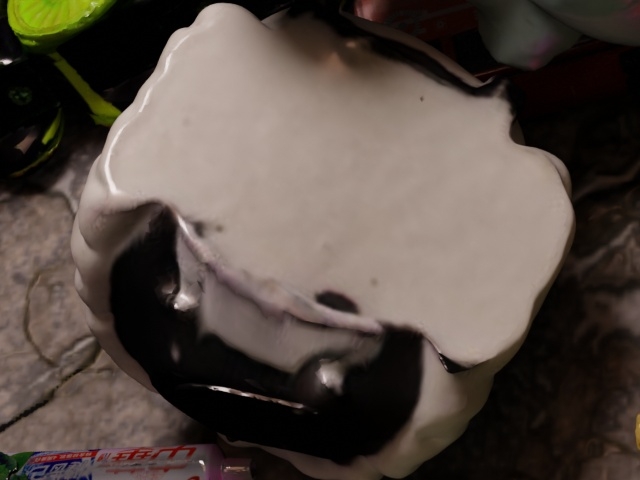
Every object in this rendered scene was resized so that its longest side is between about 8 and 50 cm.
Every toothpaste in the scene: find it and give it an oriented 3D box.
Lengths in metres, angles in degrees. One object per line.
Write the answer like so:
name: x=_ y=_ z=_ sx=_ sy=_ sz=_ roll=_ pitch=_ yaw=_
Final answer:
toothpaste: x=-0.112 y=0.117 z=0.948 sx=0.169 sy=0.028 sz=0.045 roll=-5 pitch=47 yaw=19

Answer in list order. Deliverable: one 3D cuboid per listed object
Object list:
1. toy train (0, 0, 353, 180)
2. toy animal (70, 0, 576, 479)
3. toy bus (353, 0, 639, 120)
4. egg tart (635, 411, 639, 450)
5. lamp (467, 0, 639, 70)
toy train: x=-0.114 y=-0.146 z=1.046 sx=0.296 sy=0.100 sz=0.161 roll=-23 pitch=52 yaw=15
toy animal: x=0.000 y=0.000 z=0.906 sx=0.208 sy=0.156 sz=0.204 roll=26 pitch=66 yaw=2
toy bus: x=0.136 y=-0.117 z=0.990 sx=0.234 sy=0.073 sz=0.096 roll=-12 pitch=66 yaw=11
egg tart: x=0.199 y=0.095 z=0.843 sx=0.128 sy=0.049 sz=0.129 roll=2 pitch=61 yaw=-4
lamp: x=0.097 y=-0.203 z=0.867 sx=0.301 sy=0.247 sz=0.247 roll=9 pitch=23 yaw=-3
